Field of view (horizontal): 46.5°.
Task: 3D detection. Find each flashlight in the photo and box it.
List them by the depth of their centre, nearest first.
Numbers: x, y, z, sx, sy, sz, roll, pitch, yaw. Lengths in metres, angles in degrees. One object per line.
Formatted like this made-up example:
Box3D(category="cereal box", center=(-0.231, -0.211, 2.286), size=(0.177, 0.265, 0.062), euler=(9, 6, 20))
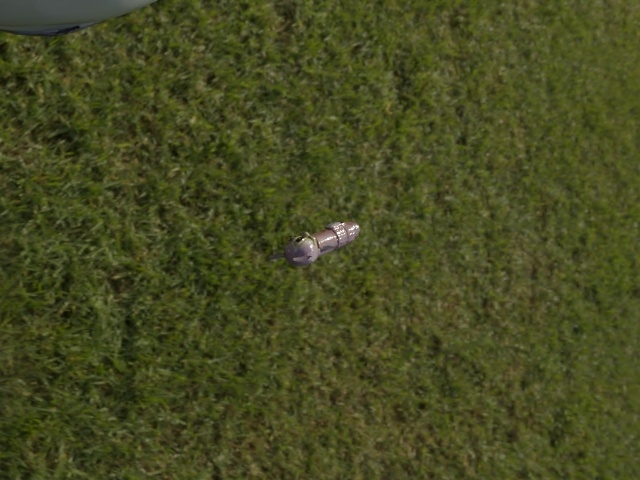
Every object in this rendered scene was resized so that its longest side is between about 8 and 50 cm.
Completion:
Box3D(category="flashlight", center=(0.000, 0.000, 0.753), size=(0.110, 0.052, 0.031), euler=(-23, 110, -45))

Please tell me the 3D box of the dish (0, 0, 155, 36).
Box3D(category="dish", center=(-0.238, -0.250, 0.577), size=(0.324, 0.124, 0.324), euler=(10, 45, -10))
